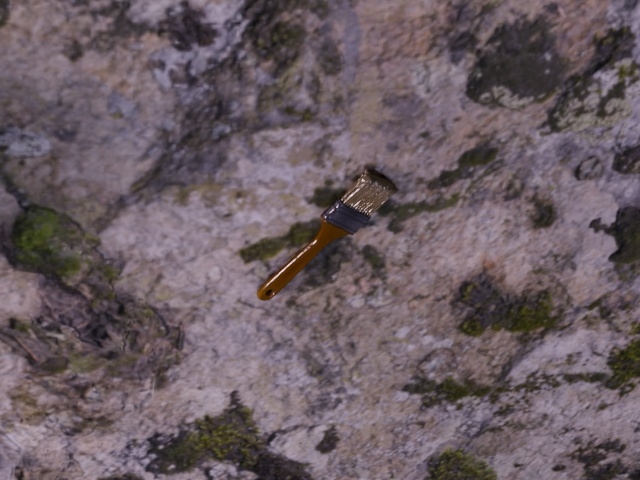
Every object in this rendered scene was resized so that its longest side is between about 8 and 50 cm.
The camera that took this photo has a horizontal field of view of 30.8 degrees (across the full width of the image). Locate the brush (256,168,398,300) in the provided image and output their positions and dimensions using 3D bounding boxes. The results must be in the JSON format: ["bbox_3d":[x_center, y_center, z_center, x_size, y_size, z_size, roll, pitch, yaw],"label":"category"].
[{"bbox_3d":[0.000,0.000,1.049,0.043,0.014,0.170,25,121,-40],"label":"brush"}]
